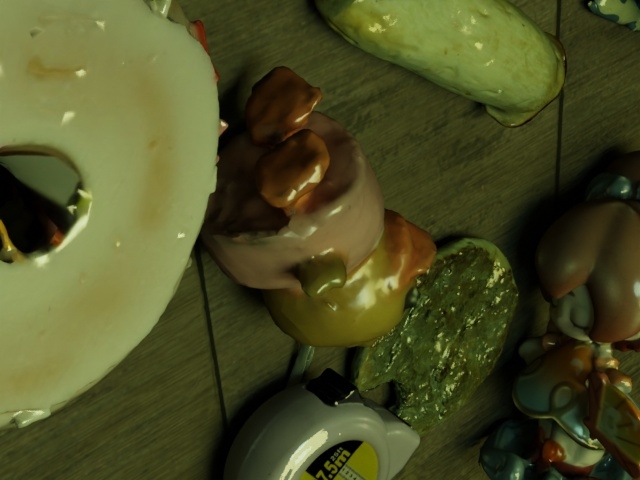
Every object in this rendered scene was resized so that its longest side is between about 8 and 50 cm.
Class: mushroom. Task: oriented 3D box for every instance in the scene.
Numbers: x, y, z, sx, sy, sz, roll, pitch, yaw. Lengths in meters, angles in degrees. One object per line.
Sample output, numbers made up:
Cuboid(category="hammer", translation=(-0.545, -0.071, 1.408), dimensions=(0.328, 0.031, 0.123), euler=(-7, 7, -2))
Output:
Cuboid(category="mushroom", translation=(0.128, -0.192, 1.258), dimensions=(0.333, 0.087, 0.107), euler=(19, 98, -48))

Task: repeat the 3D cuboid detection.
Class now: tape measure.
Cuboid(category="tape measure", translation=(-0.012, 0.218, 1.328), dimensions=(0.196, 0.105, 0.178), euler=(-49, 136, -9))

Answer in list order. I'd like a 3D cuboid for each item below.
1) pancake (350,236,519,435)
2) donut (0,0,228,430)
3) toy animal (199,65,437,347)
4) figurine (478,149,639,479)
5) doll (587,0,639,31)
Cuboid(category="pancake", translation=(0.128, 0.105, 1.463), dimensions=(0.254, 0.037, 0.253), euler=(-26, 129, -36))
Cuboid(category="donut", translation=(-0.236, -0.044, 0.908), dimensions=(0.383, 0.142, 0.382), euler=(-26, 129, -36))
Cuboid(category="toy animal", translation=(-0.003, 0.003, 1.176), dimensions=(0.169, 0.195, 0.281), euler=(-24, 137, 17))
Cuboid(category="figurine", translation=(0.343, 0.109, 1.535), dimensions=(0.248, 0.276, 0.388), euler=(-3, 115, -27))
Cuboid(category="doll", translation=(0.332, -0.257, 1.477), dimensions=(0.125, 0.027, 0.037), euler=(5, 115, -48))
